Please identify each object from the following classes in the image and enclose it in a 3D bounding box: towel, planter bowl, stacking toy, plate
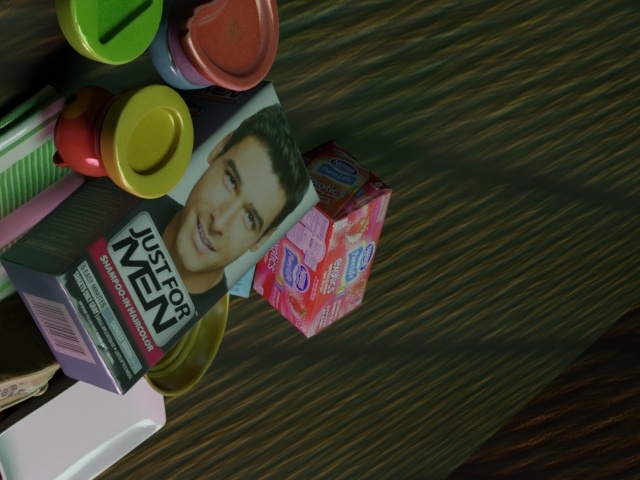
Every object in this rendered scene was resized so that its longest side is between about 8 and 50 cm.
[{"bbox_3d":[-0.366,-0.017,1.820,0.248,0.038,0.325,-38,155,-18],"label":"towel"},{"bbox_3d":[-0.215,0.092,2.111,0.217,0.090,0.217,-31,126,-54],"label":"planter bowl"},{"bbox_3d":[-0.198,-0.231,1.704,0.309,0.130,0.279,-51,134,-35],"label":"stacking toy"},{"bbox_3d":[-0.343,0.258,2.235,0.278,0.045,0.277,-36,153,-25],"label":"plate"}]

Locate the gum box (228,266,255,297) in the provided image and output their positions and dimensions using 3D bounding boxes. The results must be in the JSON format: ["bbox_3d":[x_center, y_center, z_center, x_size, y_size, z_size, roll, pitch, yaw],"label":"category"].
[{"bbox_3d":[-0.127,-0.025,2.091,0.157,0.041,0.184,18,84,-62],"label":"gum box"}]

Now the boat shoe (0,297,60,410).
[{"bbox_3d":[-0.398,0.156,1.887,0.285,0.104,0.089,-26,156,-19],"label":"boat shoe"}]

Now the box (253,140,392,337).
[{"bbox_3d":[0.000,0.000,2.315,0.123,0.128,0.256,-30,149,-34],"label":"box"}]

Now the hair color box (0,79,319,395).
[{"bbox_3d":[-0.179,-0.016,1.872,0.374,0.114,0.185,-46,130,-31],"label":"hair color box"}]
